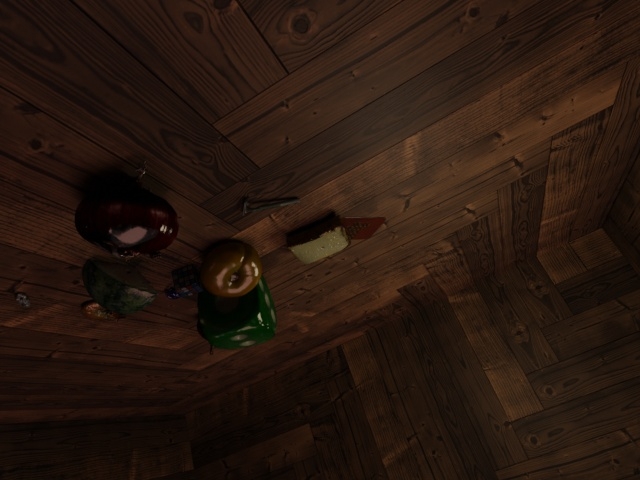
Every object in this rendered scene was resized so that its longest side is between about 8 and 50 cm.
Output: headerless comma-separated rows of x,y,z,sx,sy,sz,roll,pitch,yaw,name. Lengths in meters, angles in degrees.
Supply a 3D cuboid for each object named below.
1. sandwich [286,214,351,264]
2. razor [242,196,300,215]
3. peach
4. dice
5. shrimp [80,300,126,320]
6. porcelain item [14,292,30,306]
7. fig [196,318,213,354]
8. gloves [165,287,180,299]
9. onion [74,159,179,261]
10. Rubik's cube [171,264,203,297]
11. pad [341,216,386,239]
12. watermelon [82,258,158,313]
0.000,-0.001,1.772,0.251,0.087,0.226,-22,150,9,sandwich
-0.173,-0.128,1.484,0.212,0.035,0.084,-9,152,-20,razor
-0.356,0.117,1.660,0.251,0.153,0.251,-15,123,-25,peach
-0.370,0.317,1.874,0.287,0.297,0.300,-19,153,1,dice
-0.909,0.303,1.755,0.115,0.051,0.217,-28,149,10,shrimp
-1.087,0.216,1.502,0.036,0.028,0.083,-25,156,-29,porcelain item
-0.567,0.450,2.129,0.150,0.202,0.148,29,118,-12,fig
-0.655,0.238,1.828,0.064,0.026,0.086,-10,151,-15,gloves
-0.543,-0.084,1.176,0.273,0.284,0.273,6,-179,0,onion
-0.549,0.169,1.704,0.092,0.092,0.092,-20,152,-3,Rubik's cube
0.158,-0.052,1.875,0.267,0.004,0.181,-2,147,-31,pad
-0.759,0.175,1.523,0.260,0.256,0.176,-40,-168,19,watermelon
